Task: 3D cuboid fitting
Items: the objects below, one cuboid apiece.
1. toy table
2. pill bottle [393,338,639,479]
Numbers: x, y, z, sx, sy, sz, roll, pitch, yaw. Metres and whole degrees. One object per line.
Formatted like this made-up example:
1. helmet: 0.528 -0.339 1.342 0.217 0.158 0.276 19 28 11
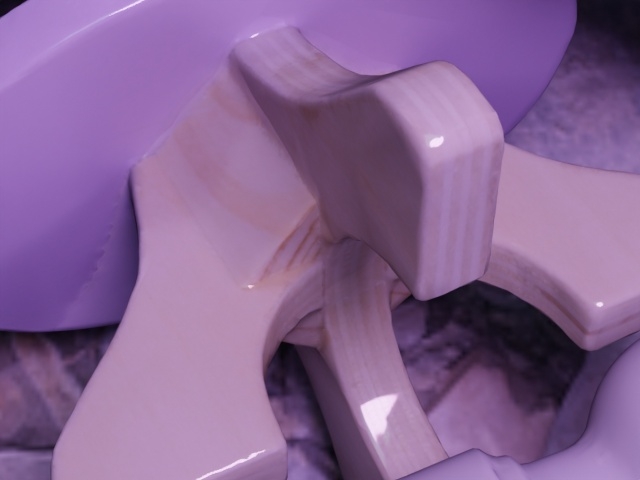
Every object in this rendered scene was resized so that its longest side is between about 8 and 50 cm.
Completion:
1. toy table: 0.000 0.000 0.594 0.274 0.252 0.161 -28 55 -8
2. pill bottle: 0.212 0.101 0.539 0.363 0.210 0.210 -20 70 -1
